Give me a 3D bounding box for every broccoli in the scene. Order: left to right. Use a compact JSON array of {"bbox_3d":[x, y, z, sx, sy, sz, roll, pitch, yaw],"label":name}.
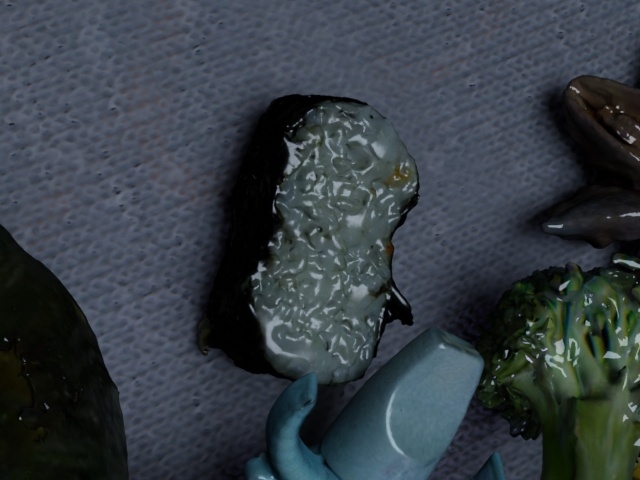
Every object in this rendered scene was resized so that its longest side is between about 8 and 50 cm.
[{"bbox_3d":[0.228,0.151,1.007,0.199,0.177,0.274,1,54,-16],"label":"broccoli"}]

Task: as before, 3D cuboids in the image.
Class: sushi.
[{"bbox_3d":[0.000,0.000,0.986,0.147,0.115,0.212,9,88,-22],"label":"sushi"}]

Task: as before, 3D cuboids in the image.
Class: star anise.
[{"bbox_3d":[0.314,-0.021,1.144,0.315,0.108,0.315,-2,95,-26],"label":"star anise"}]

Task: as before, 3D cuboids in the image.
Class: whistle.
[{"bbox_3d":[0.024,0.179,0.967,0.186,0.093,0.274,26,110,-23],"label":"whistle"}]

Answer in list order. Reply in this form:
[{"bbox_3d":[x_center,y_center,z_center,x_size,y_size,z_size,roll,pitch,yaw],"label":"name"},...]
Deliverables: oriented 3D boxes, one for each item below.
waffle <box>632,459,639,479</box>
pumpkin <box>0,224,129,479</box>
[{"bbox_3d":[0.404,0.267,1.055,0.382,0.095,0.379,-24,64,-14],"label":"waffle"},{"bbox_3d":[-0.317,0.159,0.707,0.454,0.344,0.454,4,79,-23],"label":"pumpkin"}]
